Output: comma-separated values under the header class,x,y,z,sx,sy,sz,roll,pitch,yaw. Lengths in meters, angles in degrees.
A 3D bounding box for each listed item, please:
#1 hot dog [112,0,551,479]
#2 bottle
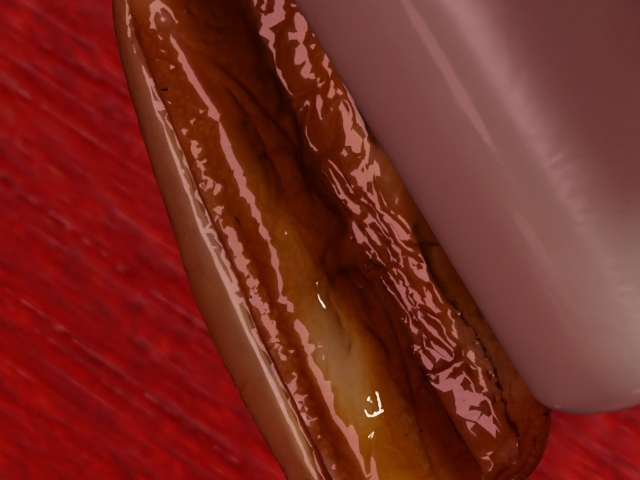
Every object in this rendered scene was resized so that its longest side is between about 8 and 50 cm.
class,x,y,z,sx,sy,sz,roll,pitch,yaw
hot dog,0.000,0.000,0.607,0.076,0.102,0.249,-12,105,64
bottle,0.052,-0.072,0.543,0.104,0.104,0.245,-26,103,24
